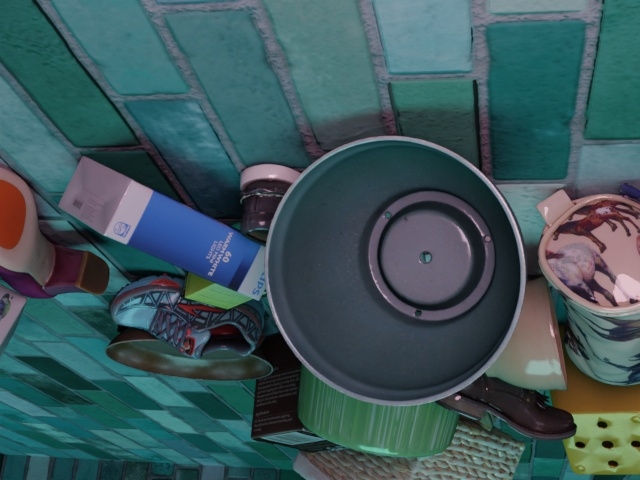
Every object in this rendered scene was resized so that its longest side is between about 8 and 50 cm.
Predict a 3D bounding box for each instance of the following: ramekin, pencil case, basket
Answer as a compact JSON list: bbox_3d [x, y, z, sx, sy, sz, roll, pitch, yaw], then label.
[{"bbox_3d":[0.104,0.257,1.618,0.304,0.148,0.303,9,-173,-1],"label":"ramekin"},{"bbox_3d":[0.395,0.076,1.274,0.160,0.183,0.410,-29,151,6],"label":"pencil case"},{"bbox_3d":[0.184,0.454,1.965,0.328,0.266,0.331,23,180,-39],"label":"basket"}]

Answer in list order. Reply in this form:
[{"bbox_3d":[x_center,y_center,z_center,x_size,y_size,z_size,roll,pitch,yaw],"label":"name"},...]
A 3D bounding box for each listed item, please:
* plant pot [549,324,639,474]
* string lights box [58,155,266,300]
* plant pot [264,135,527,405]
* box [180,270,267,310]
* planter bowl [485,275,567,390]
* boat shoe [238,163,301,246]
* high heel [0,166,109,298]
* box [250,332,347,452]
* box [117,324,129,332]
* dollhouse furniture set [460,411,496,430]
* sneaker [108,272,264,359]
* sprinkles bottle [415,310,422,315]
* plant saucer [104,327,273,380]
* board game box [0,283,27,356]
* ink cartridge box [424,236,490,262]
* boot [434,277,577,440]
[{"bbox_3d":[0.492,0.278,1.593,0.212,0.187,0.212,-6,122,27],"label":"plant pot"},{"bbox_3d":[-0.189,-0.012,1.216,0.260,0.076,0.133,27,179,-43],"label":"string lights box"},{"bbox_3d":[0.107,0.026,1.103,0.293,0.293,0.196,-4,-177,21],"label":"plant pot"},{"bbox_3d":[-0.122,0.050,1.446,0.087,0.058,0.232,18,155,-29],"label":"box"},{"bbox_3d":[0.280,0.137,1.333,0.109,0.162,0.162,-10,154,16],"label":"planter bowl"},{"bbox_3d":[0.000,0.000,1.251,0.114,0.091,0.303,-16,150,41],"label":"boat shoe"},{"bbox_3d":[-0.463,-0.003,1.315,0.181,0.127,0.377,4,154,21],"label":"high heel"},{"bbox_3d":[-0.015,0.292,1.823,0.167,0.203,0.168,21,153,-35],"label":"box"},{"bbox_3d":[-0.262,0.147,1.731,0.191,0.045,0.184,13,155,-19],"label":"box"},{"bbox_3d":[0.269,0.263,1.842,0.184,0.129,0.129,23,166,23],"label":"dollhouse furniture set"},{"bbox_3d":[-0.219,0.133,1.558,0.262,0.125,0.104,5,131,-11],"label":"sneaker"},{"bbox_3d":[0.185,0.142,1.526,0.356,0.121,0.121,9,158,-8],"label":"sprinkles bottle"},{"bbox_3d":[-0.240,0.205,1.747,0.311,0.050,0.310,5,159,2],"label":"plant saucer"},{"bbox_3d":[-0.631,0.086,1.486,0.303,0.097,0.224,28,153,-12],"label":"board game box"},{"bbox_3d":[0.200,0.026,1.314,0.104,0.060,0.180,0,158,9],"label":"ink cartridge box"},{"bbox_3d":[0.307,0.172,1.440,0.263,0.228,0.091,18,-178,-16],"label":"boot"}]
